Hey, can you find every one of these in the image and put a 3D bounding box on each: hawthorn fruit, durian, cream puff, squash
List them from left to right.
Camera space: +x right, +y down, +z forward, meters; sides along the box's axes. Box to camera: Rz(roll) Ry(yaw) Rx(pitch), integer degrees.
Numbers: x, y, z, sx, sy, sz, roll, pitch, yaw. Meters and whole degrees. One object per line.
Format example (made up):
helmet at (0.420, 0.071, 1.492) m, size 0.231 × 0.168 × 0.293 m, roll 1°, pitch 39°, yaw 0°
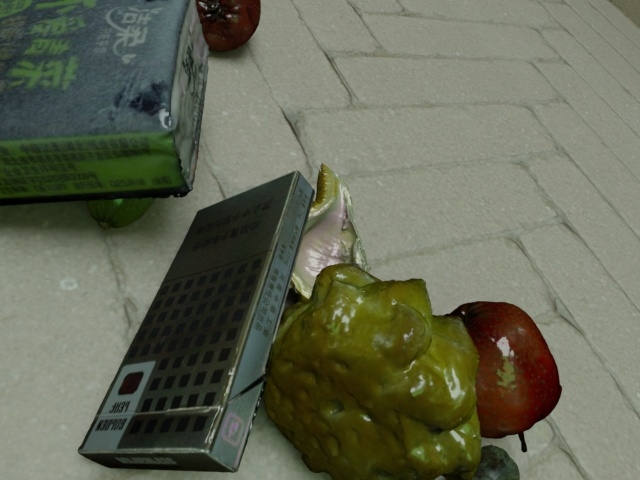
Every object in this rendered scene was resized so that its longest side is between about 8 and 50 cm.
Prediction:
squash at (-0.247, -0.095, 0.627) m, size 0.095 × 0.095 × 0.188 m, roll 13°, pitch 55°, yaw -13°
hawthorn fruit at (-0.179, -0.432, 0.880) m, size 0.148 × 0.148 × 0.172 m, roll 21°, pitch 23°, yaw -7°
durian at (0.004, 0.004, 0.651) m, size 0.140 × 0.078 × 0.225 m, roll 3°, pitch 71°, yaw -9°
cream puff at (0.054, 0.143, 0.487) m, size 0.244 × 0.244 × 0.196 m, roll 20°, pitch 36°, yaw -7°
hawthorn fruit at (0.218, 0.175, 0.588) m, size 0.156 × 0.157 × 0.194 m, roll -24°, pitch 86°, yaw -34°

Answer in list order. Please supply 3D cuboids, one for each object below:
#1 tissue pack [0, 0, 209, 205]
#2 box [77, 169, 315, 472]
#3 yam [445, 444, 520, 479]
tissue pack at (-0.343, -0.178, 0.554) m, size 0.393 × 0.124 × 0.288 m, roll -4°, pitch 56°, yaw -2°
box at (-0.117, 0.070, 0.507) m, size 0.047 × 0.180 × 0.325 m, roll 48°, pitch 40°, yaw -35°
yam at (0.107, 0.307, 0.496) m, size 0.274 × 0.061 × 0.061 m, roll -18°, pitch 64°, yaw -31°
